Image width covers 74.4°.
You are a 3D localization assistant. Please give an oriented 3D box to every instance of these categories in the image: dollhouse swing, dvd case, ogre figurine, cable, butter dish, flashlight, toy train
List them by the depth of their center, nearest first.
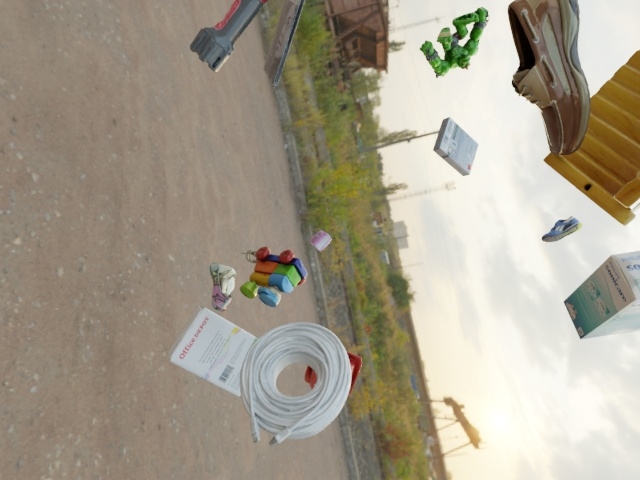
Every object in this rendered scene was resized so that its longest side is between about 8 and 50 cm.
[{"bbox_3d":[0.580,-0.238,0.756,0.305,0.347,0.315,11,37,-41],"label":"dollhouse swing"},{"bbox_3d":[-0.056,0.317,0.968,0.089,0.257,0.257,80,-14,-50],"label":"cable"},{"bbox_3d":[-0.209,-0.578,1.046,0.103,0.304,0.103,34,18,-37],"label":"flashlight"},{"bbox_3d":[0.358,-0.515,1.115,0.097,0.197,0.118,30,-18,35],"label":"ogre figurine"},{"bbox_3d":[-0.103,-0.548,1.137,0.221,0.018,0.164,-65,-152,28],"label":"dvd case"},{"bbox_3d":[-0.170,0.099,1.153,0.143,0.248,0.105,-53,133,-34],"label":"toy train"},{"bbox_3d":[0.031,0.420,1.293,0.118,0.160,0.159,-55,162,-71],"label":"butter dish"}]

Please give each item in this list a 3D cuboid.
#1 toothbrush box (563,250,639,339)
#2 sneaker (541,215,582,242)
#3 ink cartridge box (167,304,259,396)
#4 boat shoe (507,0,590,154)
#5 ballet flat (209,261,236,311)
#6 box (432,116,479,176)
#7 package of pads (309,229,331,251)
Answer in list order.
[{"bbox_3d":[0.814,0.140,1.092,0.295,0.216,0.126,81,1,-58],"label":"toothbrush box"},{"bbox_3d":[0.900,-0.042,1.587,0.053,0.144,0.059,38,30,-46],"label":"sneaker"},{"bbox_3d":[-0.356,0.380,1.471,0.278,0.201,0.117,36,-15,-19],"label":"ink cartridge box"},{"bbox_3d":[0.435,-0.321,0.827,0.123,0.116,0.324,-74,148,-74],"label":"boat shoe"},{"bbox_3d":[-0.307,0.132,1.346,0.077,0.079,0.221,45,14,-34],"label":"ballet flat"},{"bbox_3d":[0.516,-0.354,1.599,0.186,0.038,0.145,30,71,-27],"label":"box"},{"bbox_3d":[0.000,0.000,1.177,0.032,0.050,0.083,46,-3,-13],"label":"package of pads"}]
